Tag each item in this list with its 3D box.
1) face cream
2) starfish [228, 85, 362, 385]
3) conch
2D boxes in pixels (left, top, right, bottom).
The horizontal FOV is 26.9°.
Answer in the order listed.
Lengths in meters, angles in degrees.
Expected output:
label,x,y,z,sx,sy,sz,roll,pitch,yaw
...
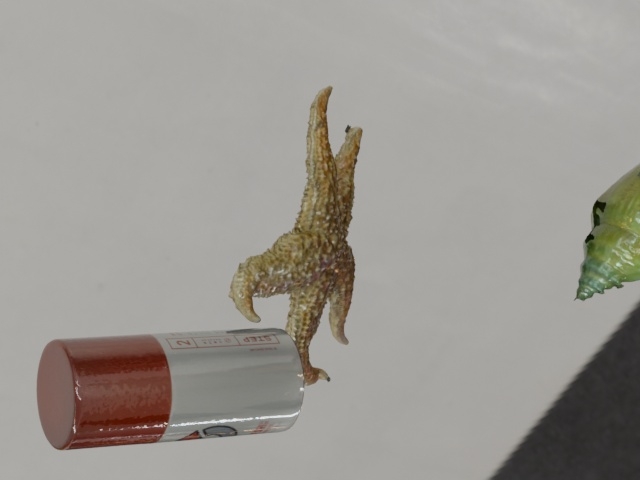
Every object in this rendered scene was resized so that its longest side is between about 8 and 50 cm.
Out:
label,x,y,z,sx,sy,sz,roll,pitch,yaw
face cream,-0.129,0.127,1.159,0.214,0.096,0.095,0,129,-32
starfish,0.004,0.000,1.376,0.299,0.060,0.302,22,79,-65
conch,0.299,-0.022,1.215,0.079,0.095,0.200,28,105,-41
